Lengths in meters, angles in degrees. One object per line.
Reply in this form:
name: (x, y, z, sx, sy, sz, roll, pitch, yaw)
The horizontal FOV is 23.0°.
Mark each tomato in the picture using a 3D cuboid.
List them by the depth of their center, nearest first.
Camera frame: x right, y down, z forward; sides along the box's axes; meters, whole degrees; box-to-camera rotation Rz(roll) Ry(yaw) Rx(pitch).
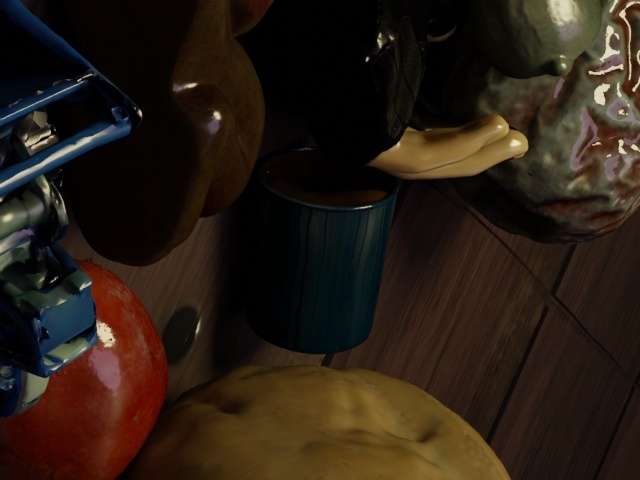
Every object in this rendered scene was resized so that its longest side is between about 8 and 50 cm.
tomato: (-0.164, 0.105, 1.091, 0.166, 0.082, 0.174, -57, 152, -20)

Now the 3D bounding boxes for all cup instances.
cup: (0.008, 0.004, 1.291, 0.150, 0.113, 0.138, -28, 133, -49)

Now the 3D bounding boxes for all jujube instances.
jujube: (0.237, -0.160, 1.463, 0.317, 0.226, 0.226, -67, 152, -10)

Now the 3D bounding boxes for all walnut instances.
walnut: (-0.008, 0.269, 1.186, 0.381, 0.381, 0.381, -39, 140, -43)

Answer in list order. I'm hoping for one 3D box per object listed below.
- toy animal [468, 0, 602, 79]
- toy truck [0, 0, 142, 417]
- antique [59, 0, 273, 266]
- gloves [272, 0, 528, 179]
toy animal: (0.154, -0.246, 1.286, 0.138, 0.108, 0.236, -104, 171, -64)
toy truck: (-0.157, -0.013, 0.694, 0.113, 0.126, 0.208, -35, 137, -43)
antique: (-0.089, -0.122, 1.032, 0.143, 0.121, 0.257, -43, 144, -51)
gloves: (0.065, -0.137, 1.244, 0.301, 0.152, 0.197, 34, 54, -43)
